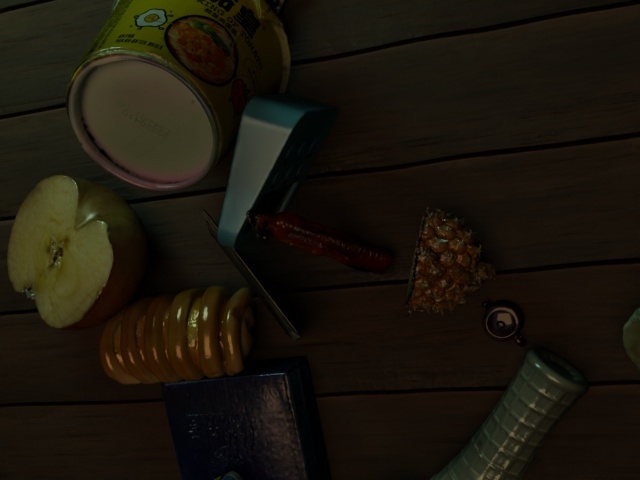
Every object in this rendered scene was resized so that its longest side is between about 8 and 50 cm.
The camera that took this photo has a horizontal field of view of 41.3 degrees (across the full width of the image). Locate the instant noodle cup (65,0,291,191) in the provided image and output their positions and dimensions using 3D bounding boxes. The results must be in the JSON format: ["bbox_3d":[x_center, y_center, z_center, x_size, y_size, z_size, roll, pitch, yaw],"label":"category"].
[{"bbox_3d":[-0.235,-0.248,1.350,0.326,0.254,0.325,9,130,11],"label":"instant noodle cup"}]

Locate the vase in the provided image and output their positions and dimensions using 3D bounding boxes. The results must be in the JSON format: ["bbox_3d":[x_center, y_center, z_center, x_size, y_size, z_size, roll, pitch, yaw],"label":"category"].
[{"bbox_3d":[0.313,0.324,1.390,0.143,0.143,0.298,33,107,11],"label":"vase"}]

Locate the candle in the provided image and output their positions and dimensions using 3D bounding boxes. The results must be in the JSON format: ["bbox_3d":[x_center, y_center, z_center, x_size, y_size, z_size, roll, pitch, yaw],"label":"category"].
[{"bbox_3d":[0.000,0.000,1.375,0.084,0.302,0.059,5,80,48],"label":"candle"}]

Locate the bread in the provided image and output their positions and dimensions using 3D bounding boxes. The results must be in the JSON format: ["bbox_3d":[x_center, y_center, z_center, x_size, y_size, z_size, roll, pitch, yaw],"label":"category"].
[{"bbox_3d":[-0.272,0.175,1.549,0.311,0.121,0.172,-11,60,21],"label":"bread"}]

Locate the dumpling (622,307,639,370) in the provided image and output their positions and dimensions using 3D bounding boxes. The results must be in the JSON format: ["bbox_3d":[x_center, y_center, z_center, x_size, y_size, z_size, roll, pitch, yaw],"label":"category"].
[{"bbox_3d":[0.602,0.201,1.222,0.270,0.212,0.320,-39,75,25],"label":"dumpling"}]

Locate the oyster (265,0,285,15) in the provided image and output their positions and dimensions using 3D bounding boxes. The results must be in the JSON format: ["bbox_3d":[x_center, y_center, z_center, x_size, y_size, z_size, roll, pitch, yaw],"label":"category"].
[{"bbox_3d":[-0.159,-0.454,1.442,0.214,0.083,0.222,-23,85,19],"label":"oyster"}]

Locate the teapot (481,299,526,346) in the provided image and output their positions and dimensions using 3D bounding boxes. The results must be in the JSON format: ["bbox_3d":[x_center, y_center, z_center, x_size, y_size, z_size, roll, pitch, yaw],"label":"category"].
[{"bbox_3d":[0.303,0.138,1.403,0.100,0.045,0.068,48,113,7],"label":"teapot"}]

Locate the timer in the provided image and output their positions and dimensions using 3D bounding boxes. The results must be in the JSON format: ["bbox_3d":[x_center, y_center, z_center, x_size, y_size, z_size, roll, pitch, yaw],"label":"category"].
[{"bbox_3d":[-0.071,-0.110,1.393,0.091,0.232,0.249,21,107,12],"label":"timer"}]

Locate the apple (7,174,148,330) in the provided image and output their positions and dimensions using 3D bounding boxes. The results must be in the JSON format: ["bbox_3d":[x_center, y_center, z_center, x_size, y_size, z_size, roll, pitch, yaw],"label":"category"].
[{"bbox_3d":[-0.428,0.031,1.576,0.251,0.163,0.293,-53,57,18],"label":"apple"}]

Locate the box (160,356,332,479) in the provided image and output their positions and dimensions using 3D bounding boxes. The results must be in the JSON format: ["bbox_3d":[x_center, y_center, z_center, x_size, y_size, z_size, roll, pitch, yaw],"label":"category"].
[{"bbox_3d":[-0.134,0.371,1.570,0.262,0.116,0.278,-9,96,22],"label":"box"}]

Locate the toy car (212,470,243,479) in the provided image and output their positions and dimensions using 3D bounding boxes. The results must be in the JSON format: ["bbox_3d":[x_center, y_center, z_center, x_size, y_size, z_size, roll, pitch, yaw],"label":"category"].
[{"bbox_3d":[-0.198,0.491,1.502,0.191,0.100,0.097,-33,94,30],"label":"toy car"}]

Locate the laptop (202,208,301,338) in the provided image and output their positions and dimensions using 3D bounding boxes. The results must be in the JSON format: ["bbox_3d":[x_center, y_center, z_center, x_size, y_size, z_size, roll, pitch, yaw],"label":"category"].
[{"bbox_3d":[-0.119,0.066,1.474,0.015,0.187,0.269,-37,86,-8],"label":"laptop"}]

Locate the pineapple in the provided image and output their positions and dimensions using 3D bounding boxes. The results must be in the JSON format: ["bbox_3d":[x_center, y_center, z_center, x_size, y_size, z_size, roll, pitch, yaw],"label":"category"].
[{"bbox_3d":[0.215,0.043,1.361,0.137,0.161,0.175,11,105,6],"label":"pineapple"}]
